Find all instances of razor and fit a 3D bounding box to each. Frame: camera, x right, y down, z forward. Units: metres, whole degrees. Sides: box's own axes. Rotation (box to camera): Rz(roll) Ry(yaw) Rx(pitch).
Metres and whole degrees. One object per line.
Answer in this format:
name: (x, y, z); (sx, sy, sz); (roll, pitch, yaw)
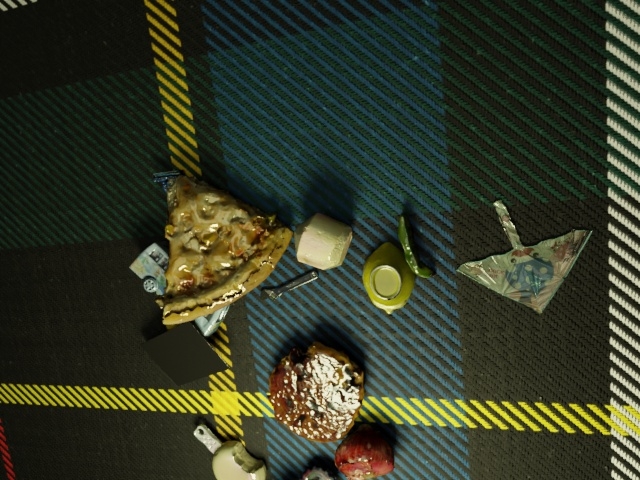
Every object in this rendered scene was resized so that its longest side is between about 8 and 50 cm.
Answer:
razor: (-0.446, -0.052, 1.300); (0.093, 0.056, 0.325); (-8, 84, 1)

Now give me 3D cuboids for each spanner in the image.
spanner: (-0.097, 0.137, 1.279); (0.208, 0.012, 0.046); (-26, 92, 19)

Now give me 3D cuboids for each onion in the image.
onion: (0.133, 0.624, 1.251); (0.183, 0.147, 0.184); (6, 137, 5)

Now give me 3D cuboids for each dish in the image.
dish: (0.182, 0.112, 1.161); (0.148, 0.080, 0.208); (-3, 98, 17)

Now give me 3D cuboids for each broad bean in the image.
broad bean: (0.245, 0.023, 1.136); (0.046, 0.061, 0.195); (-20, 101, 58)

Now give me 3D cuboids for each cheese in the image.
cheese: (-0.313, 0.726, 1.417); (0.286, 0.082, 0.163); (43, 108, 5)

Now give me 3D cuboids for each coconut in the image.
coconut: (0.000, 0.000, 1.160); (0.152, 0.147, 0.147); (21, 105, 8)

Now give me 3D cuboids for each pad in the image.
pad: (-0.442, 0.370, 1.361); (0.299, 0.005, 0.202); (-28, 105, 35)

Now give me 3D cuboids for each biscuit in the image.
biscuit: (-0.013, 0.454, 1.281); (0.289, 0.081, 0.334); (31, 111, 8)

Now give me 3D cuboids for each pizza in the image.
pizza: (-0.272, 0.021, 1.218); (0.391, 0.080, 0.436); (0, 86, 3)

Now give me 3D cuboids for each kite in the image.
kite: (0.519, 0.041, 1.088); (0.335, 0.011, 0.315); (-20, 94, 17)

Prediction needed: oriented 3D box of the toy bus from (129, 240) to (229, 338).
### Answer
toy bus: (-0.434, 0.152, 1.334); (0.329, 0.109, 0.136); (43, 97, 4)

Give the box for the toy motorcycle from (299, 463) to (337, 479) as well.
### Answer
toy motorcycle: (-0.079, 0.896, 1.316); (0.416, 0.172, 0.232); (-42, 69, 9)

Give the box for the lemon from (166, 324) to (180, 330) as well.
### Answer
lemon: (-0.473, 0.269, 1.384); (0.062, 0.062, 0.083); (23, 106, 10)
